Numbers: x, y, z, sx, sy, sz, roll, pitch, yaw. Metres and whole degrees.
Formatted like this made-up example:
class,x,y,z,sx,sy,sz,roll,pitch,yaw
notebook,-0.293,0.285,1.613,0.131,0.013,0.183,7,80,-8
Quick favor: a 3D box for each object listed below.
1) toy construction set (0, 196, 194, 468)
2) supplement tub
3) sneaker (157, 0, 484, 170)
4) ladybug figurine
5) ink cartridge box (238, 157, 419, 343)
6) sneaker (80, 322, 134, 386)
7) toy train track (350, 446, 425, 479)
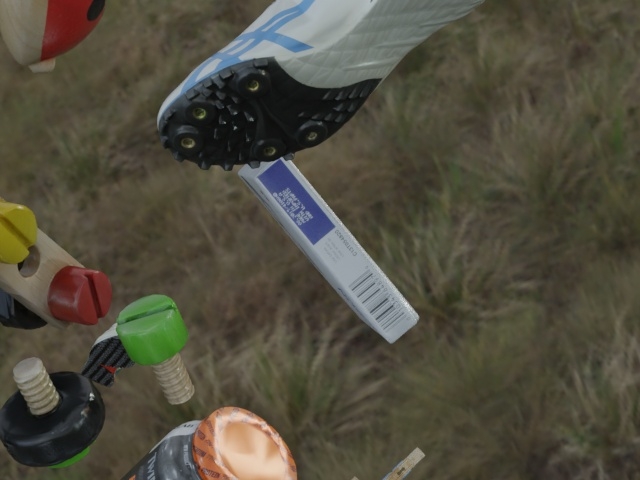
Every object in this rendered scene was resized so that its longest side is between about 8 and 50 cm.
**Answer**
class,x,y,z,sx,sy,sz,roll,pitch,yaw
toy construction set,-0.273,0.001,0.709,0.257,0.237,0.309,-32,35,-19
supplement tub,-0.199,0.401,1.816,0.338,0.207,0.207,-46,19,27
sneaker,0.004,-0.126,0.737,0.237,0.085,0.086,-35,42,4
ladybug figurine,-0.406,-0.474,1.850,0.162,0.449,0.305,-4,12,-14
ink cartridge box,0.000,0.000,1.337,0.045,0.223,0.224,-40,9,-3
sneaker,-0.259,0.128,1.599,0.161,0.057,0.075,-46,21,55
toy train track,0.056,0.207,1.056,0.083,0.048,0.014,-45,-7,2
